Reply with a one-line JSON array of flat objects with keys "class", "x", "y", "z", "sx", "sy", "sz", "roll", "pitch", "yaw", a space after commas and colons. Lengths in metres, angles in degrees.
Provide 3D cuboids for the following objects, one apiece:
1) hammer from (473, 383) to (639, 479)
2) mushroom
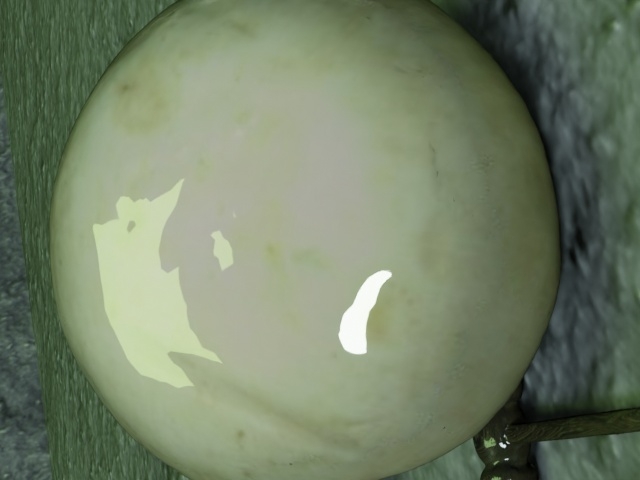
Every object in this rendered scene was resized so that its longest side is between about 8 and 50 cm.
[{"class": "hammer", "x": 0.129, "y": 0.068, "z": 0.603, "sx": 0.292, "sy": 0.029, "sz": 0.058, "roll": 151, "pitch": 109, "yaw": -68}, {"class": "mushroom", "x": 0.000, "y": 0.000, "z": 0.708, "sx": 0.246, "sy": 0.202, "sz": 0.246, "roll": -8, "pitch": 74, "yaw": 30}]
